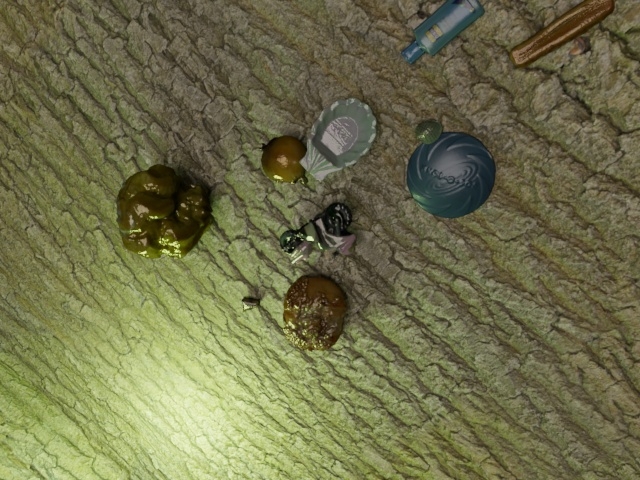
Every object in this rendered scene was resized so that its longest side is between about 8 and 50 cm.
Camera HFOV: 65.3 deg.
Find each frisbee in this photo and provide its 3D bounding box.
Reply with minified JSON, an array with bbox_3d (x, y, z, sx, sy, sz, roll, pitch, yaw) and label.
[{"bbox_3d":[0.422,-0.209,1.635,0.289,0.049,0.290,6,110,17],"label":"frisbee"}]

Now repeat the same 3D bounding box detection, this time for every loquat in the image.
[{"bbox_3d":[-0.118,-0.272,1.742,0.204,0.149,0.172,51,125,1],"label":"loquat"}]

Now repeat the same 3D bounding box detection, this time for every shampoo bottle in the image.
[{"bbox_3d":[0.358,-0.636,1.507,0.258,0.061,0.104,-37,92,26],"label":"shampoo bottle"}]

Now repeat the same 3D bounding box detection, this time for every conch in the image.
[{"bbox_3d":[0.345,-0.352,1.605,0.085,0.056,0.076,-48,67,24],"label":"conch"}]

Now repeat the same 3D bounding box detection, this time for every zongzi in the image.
[{"bbox_3d":[-0.286,0.275,2.052,0.076,0.040,0.083,11,123,8],"label":"zongzi"}]

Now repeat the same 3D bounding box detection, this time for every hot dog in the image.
[{"bbox_3d":[0.675,-0.590,1.413,0.285,0.061,0.088,-24,95,26],"label":"hot dog"}]

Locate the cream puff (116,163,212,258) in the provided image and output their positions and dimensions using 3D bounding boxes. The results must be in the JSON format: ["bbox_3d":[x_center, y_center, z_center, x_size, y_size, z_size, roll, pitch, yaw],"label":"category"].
[{"bbox_3d":[-0.559,-0.107,1.866,0.275,0.378,0.379,-9,105,21],"label":"cream puff"}]

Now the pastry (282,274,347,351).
[{"bbox_3d":[-0.031,0.290,1.901,0.254,0.162,0.311,11,110,17],"label":"pastry"}]

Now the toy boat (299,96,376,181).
[{"bbox_3d":[0.059,-0.337,1.672,0.199,0.100,0.290,43,99,-4],"label":"toy boat"}]

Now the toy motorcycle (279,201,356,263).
[{"bbox_3d":[0.000,0.000,1.803,0.326,0.143,0.188,-29,97,32],"label":"toy motorcycle"}]

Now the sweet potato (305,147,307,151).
[{"bbox_3d":[-0.025,-0.298,1.774,0.115,0.026,0.026,41,116,5],"label":"sweet potato"}]
